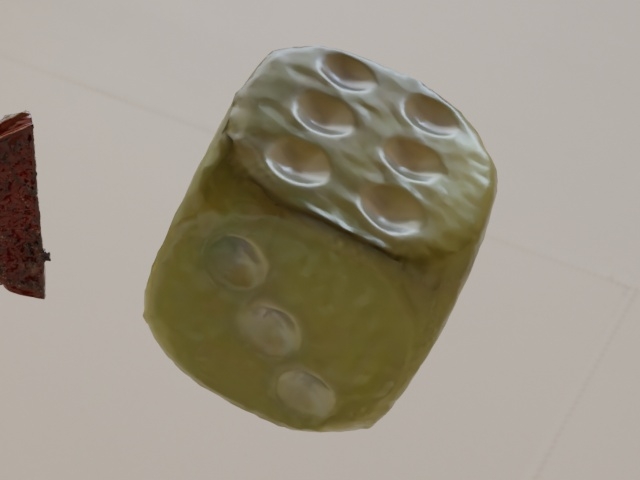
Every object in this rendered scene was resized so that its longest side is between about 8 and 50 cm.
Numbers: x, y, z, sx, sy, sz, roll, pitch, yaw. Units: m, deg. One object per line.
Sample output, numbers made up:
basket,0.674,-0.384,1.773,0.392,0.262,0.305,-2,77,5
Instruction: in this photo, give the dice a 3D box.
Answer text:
dice,0.000,0.000,0.781,0.166,0.169,0.169,26,-139,-2

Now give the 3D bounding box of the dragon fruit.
dragon fruit,-0.266,-0.037,1.028,0.083,0.162,0.106,-11,-148,-14
